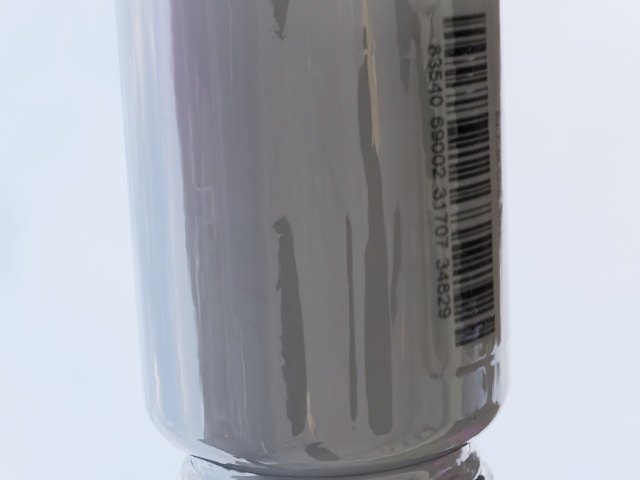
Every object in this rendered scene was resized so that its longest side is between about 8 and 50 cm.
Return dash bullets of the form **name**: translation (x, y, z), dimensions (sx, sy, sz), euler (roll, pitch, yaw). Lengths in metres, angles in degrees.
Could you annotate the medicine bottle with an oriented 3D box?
- **medicine bottle**: translation (0.000, 0.000, 0.417), dimensions (0.102, 0.102, 0.187), euler (-10, -77, -27)
